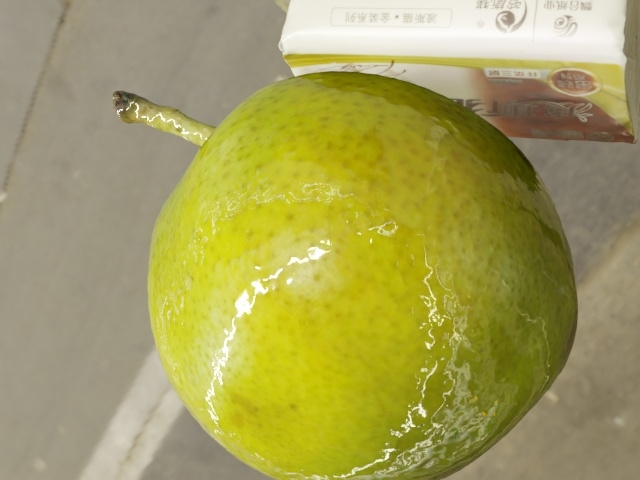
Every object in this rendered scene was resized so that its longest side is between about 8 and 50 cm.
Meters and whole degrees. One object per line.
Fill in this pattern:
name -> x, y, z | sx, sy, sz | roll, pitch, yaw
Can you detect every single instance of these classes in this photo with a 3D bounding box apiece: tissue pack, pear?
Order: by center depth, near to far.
pear -> 0.000, 0.000, 0.604 | 0.216, 0.166, 0.180 | 49, 154, 7
tissue pack -> 0.071, -0.107, 0.660 | 0.148, 0.106, 0.099 | 5, 160, 18

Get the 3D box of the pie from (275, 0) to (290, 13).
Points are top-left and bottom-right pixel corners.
pie -> 0.076, -0.264, 0.866 | 0.339, 0.339, 0.077 | 5, 164, 39
